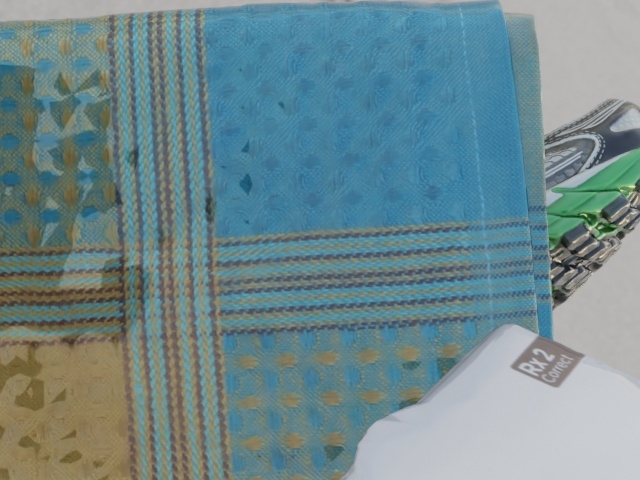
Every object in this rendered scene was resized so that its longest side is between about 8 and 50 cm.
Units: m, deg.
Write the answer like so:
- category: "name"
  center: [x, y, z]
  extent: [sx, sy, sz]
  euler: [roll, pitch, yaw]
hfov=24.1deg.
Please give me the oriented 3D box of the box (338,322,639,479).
- category: "box"
  center: [0.077, 0.133, 0.387]
  extent: [0.181, 0.182, 0.119]
  euler: [-33, 144, -57]

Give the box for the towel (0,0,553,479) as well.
- category: "towel"
  center: [-0.092, 0.042, 0.585]
  extent: [0.040, 0.370, 0.271]
  euler: [70, 18, -79]

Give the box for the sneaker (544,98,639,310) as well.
- category: "sneaker"
  center: [0.000, 0.000, 0.712]
  extent: [0.134, 0.343, 0.146]
  euler: [68, 3, -75]
